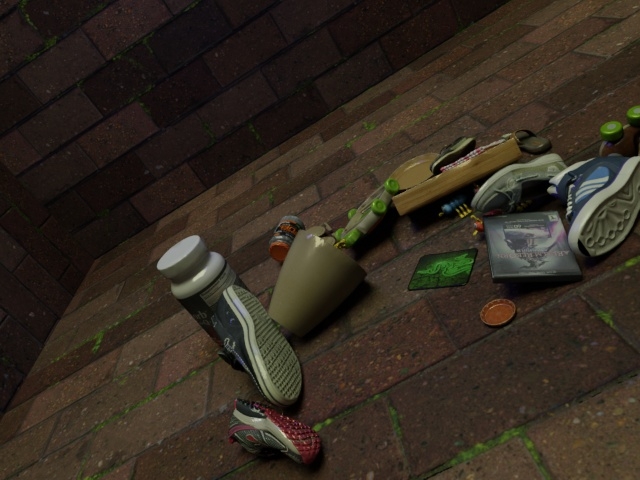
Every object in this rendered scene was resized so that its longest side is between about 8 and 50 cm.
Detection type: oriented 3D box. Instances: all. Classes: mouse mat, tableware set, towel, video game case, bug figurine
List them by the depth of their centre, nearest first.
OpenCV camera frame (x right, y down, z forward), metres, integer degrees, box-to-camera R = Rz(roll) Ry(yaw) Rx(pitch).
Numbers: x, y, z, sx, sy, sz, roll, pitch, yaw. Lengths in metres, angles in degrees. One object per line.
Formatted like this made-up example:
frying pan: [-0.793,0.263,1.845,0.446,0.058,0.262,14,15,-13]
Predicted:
video game case: [0.526,0.011,1.290,0.196,0.026,0.274,-3,34,14]
mouse mat: [0.351,0.083,1.463,0.189,0.007,0.153,-10,34,39]
bug figurine: [0.499,-0.114,1.554,0.216,0.072,0.279,-36,25,-4]
towel: [0.530,-0.298,1.770,0.144,0.029,0.197,-25,-2,-39]
tableware set: [0.000,0.000,1.975,0.128,0.039,0.194,-22,30,-10]

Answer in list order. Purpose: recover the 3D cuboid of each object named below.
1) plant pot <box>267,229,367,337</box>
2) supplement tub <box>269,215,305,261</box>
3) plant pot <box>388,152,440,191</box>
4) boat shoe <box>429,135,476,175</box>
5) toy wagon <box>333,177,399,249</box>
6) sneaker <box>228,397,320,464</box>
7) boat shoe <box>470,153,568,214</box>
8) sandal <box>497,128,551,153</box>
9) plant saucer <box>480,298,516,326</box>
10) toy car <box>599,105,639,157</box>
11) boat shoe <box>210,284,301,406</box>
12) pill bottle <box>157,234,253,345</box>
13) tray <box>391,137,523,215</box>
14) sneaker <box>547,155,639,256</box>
plant pot: [-0.035,0.151,1.568,0.274,0.256,0.256,-57,30,-9]
supplement tub: [-0.138,-0.006,2.058,0.117,0.117,0.190,-19,30,28]
plant pot: [0.376,-0.262,1.997,0.236,0.032,0.236,-27,28,15]
boat shoe: [0.484,-0.319,1.899,0.223,0.080,0.073,-36,46,-17]
toy wagon: [0.151,-0.073,1.807,0.267,0.068,0.344,-40,13,53]
sneaker: [-0.115,0.478,1.229,0.299,0.120,0.112,3,73,50]
boat shoe: [0.569,-0.147,1.418,0.320,0.118,0.103,-20,56,-18]
sandal: [0.693,-0.347,1.740,0.090,0.060,0.219,-36,26,-4]
plant saucer: [0.425,0.174,1.211,0.083,0.013,0.083,-26,27,14]
toy car: [0.829,-0.222,1.287,0.149,0.155,0.188,-32,38,5]
boat shoe: [-0.202,0.319,1.487,0.156,0.186,0.500,-51,39,6]
pill bottle: [-0.379,0.171,1.749,0.210,0.363,0.210,-27,26,15]
tray: [0.448,-0.204,1.681,0.410,0.076,0.203,-27,-1,16]
sneaker: [0.659,-0.088,1.286,0.323,0.130,0.236,-46,19,-15]
